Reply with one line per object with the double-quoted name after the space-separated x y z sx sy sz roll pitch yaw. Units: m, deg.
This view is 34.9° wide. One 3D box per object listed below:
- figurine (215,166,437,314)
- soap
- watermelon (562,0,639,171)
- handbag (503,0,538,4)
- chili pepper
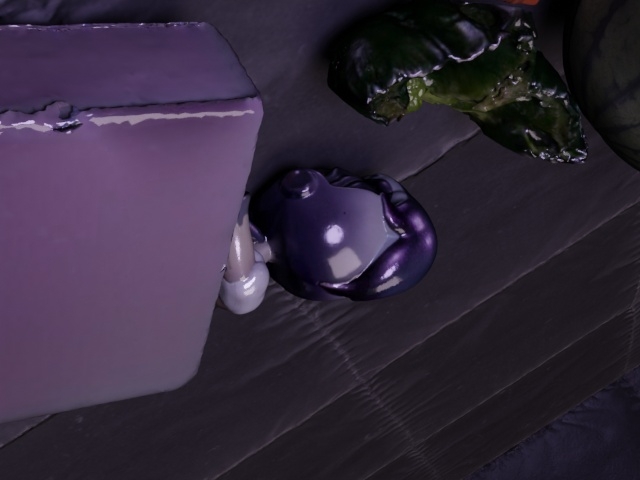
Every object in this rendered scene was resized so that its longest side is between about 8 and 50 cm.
0.000 0.000 0.921 0.222 0.145 0.145 -16 149 -23 "figurine"
-0.207 0.005 0.663 0.296 0.107 0.285 -6 135 -28 "soap"
0.377 -0.202 0.840 0.359 0.279 0.279 -43 152 15 "watermelon"
0.158 -0.262 0.739 0.127 0.063 0.190 -5 140 -44 "handbag"
0.113 -0.141 0.830 0.265 0.148 0.116 3 111 -47 "chili pepper"
